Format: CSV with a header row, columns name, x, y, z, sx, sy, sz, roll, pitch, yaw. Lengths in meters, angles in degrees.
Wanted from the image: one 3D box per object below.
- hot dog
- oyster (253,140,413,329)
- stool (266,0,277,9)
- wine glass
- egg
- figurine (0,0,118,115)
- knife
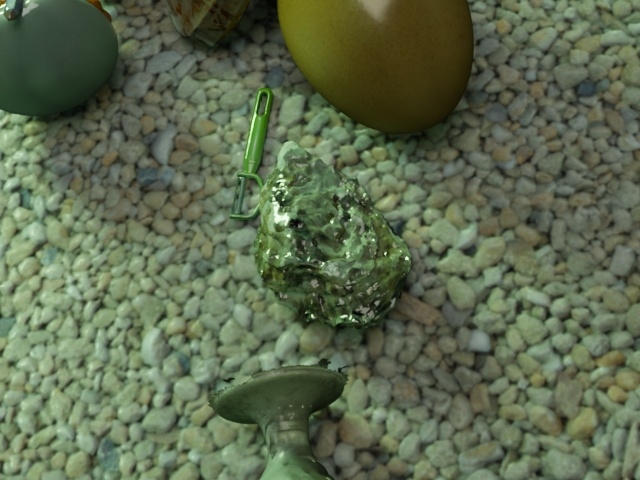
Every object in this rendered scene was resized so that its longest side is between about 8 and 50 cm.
name,x,y,z,sx,sy,sz,roll,pitch,yaw
hot dog,-0.146,-0.373,1.709,0.069,0.253,0.131,-22,79,-35
oyster,0.000,0.000,1.592,0.268,0.112,0.198,36,75,23
stool,-0.092,-0.489,1.776,0.179,0.179,0.264,-39,68,-10
wine glass,-0.023,0.332,1.414,0.191,0.190,0.357,-11,61,2
egg,0.078,-0.295,1.633,0.250,0.250,0.322,-25,77,-4
figurine,-0.473,-0.305,1.774,0.382,0.225,0.205,23,93,40
knife,-0.087,-0.125,1.707,0.054,0.015,0.212,5,67,8
